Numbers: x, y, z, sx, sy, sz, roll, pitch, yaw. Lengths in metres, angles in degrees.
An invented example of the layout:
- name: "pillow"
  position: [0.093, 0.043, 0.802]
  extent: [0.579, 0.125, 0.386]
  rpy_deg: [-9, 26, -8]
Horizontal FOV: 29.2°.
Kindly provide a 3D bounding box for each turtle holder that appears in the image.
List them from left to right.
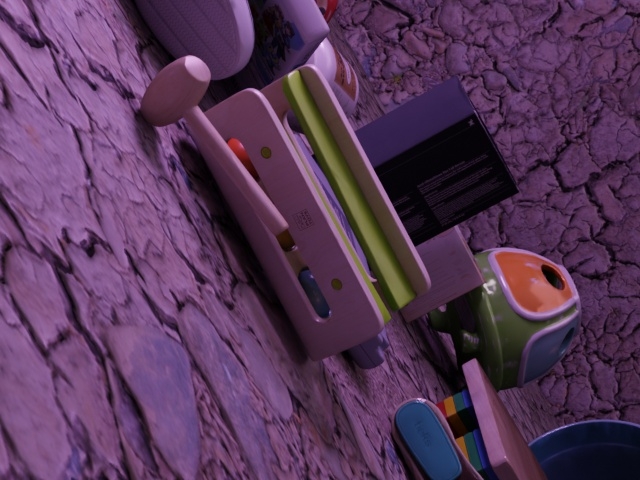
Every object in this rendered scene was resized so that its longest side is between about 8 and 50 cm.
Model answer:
- name: "turtle holder"
  position: [0.326, 0.160, 2.129]
  extent: [0.243, 0.227, 0.320]
  rpy_deg: [-118, -165, -62]

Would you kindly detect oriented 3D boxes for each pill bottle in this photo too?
- name: "pill bottle"
  position: [-0.035, -0.233, 1.718]
  extent: [0.131, 0.131, 0.229]
  rpy_deg: [64, 11, 15]

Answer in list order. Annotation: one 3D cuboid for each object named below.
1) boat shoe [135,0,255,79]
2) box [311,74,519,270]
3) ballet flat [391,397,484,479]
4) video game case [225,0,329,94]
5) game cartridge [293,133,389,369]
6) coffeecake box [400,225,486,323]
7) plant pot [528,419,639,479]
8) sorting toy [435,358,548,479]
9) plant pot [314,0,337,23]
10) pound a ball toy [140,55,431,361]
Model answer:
- name: "boat shoe"
  position: [-0.157, -0.336, 1.343]
  extent: [0.335, 0.121, 0.119]
  rpy_deg: [60, 35, -1]
- name: "box"
  position: [0.135, -0.097, 1.822]
  extent: [0.184, 0.261, 0.103]
  rpy_deg: [52, 14, -44]
- name: "ballet flat"
  position: [0.155, 0.298, 1.425]
  extent: [0.086, 0.086, 0.248]
  rpy_deg: [45, 19, -58]
- name: "video game case"
  position: [-0.116, -0.333, 1.460]
  extent: [0.329, 0.036, 0.300]
  rpy_deg: [63, -19, 3]
- name: "game cartridge"
  position: [0.000, 0.000, 1.503]
  extent: [0.198, 0.062, 0.297]
  rpy_deg: [50, 15, -31]
- name: "coffeecake box"
  position: [0.162, 0.018, 1.985]
  extent: [0.185, 0.142, 0.068]
  rpy_deg: [63, 10, 4]
- name: "plant pot"
  position: [0.452, 0.471, 1.960]
  extent: [0.271, 0.272, 0.255]
  rpy_deg: [-97, 172, -63]
- name: "sorting toy"
  position: [0.258, 0.344, 1.754]
  extent: [0.255, 0.089, 0.257]
  rpy_deg: [58, 11, -23]
- name: "plant pot"
  position: [-0.066, -0.414, 1.912]
  extent: [0.191, 0.191, 0.174]
  rpy_deg: [53, 23, -39]
- name: "pound a ball toy"
  position: [-0.050, -0.034, 1.220]
  extent: [0.208, 0.136, 0.319]
  rpy_deg: [-34, 96, -54]
